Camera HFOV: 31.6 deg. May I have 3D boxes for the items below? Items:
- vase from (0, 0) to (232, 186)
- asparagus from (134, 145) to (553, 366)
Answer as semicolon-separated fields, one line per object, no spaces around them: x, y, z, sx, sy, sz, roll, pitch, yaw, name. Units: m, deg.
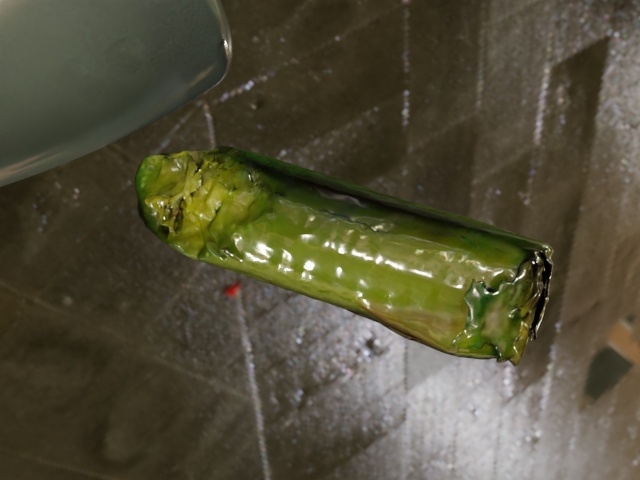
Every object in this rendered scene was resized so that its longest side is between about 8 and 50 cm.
-0.220;-0.078;0.634;0.321;0.173;0.173;-38;146;-14;vase
0.000;0.000;0.935;0.128;0.382;0.108;-47;153;-61;asparagus
